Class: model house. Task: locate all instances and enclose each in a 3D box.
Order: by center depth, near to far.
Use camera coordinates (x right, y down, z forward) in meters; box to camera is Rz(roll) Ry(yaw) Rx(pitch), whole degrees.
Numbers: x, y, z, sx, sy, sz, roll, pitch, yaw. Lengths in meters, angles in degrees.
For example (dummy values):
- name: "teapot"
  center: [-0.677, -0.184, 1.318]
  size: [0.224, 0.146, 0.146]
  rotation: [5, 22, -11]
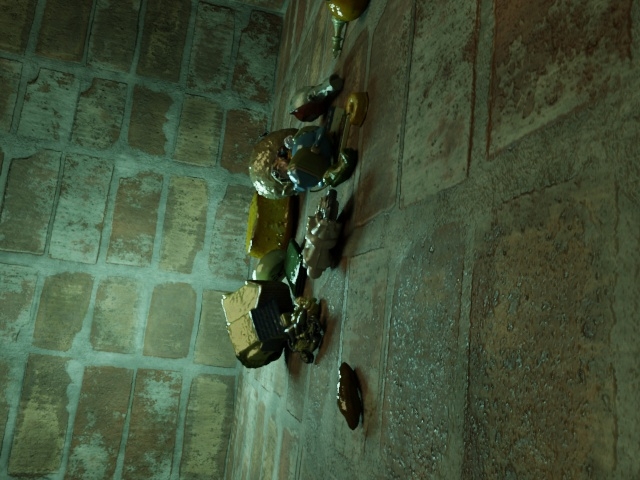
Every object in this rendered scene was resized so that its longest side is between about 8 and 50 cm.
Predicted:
- name: "model house"
  center: [-0.204, 0.306, 2.132]
  size: [0.266, 0.261, 0.321]
  rotation: [-40, 58, 34]

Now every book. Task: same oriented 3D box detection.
- name: "book"
  center: [0.044, -0.347, 1.861]
  size: [0.322, 0.018, 0.228]
  rotation: [-124, 45, -71]

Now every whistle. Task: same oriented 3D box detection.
- name: "whistle"
  center: [-0.017, -0.532, 2.012]
  size: [0.346, 0.142, 0.134]
  rotation: [170, 99, -64]

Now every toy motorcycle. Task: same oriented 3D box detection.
- name: "toy motorcycle"
  center: [0.000, 0.000, 1.628]
  size: [0.341, 0.107, 0.223]
  rotation: [107, 174, -59]
- name: "toy motorcycle"
  center: [-0.057, 0.298, 1.686]
  size: [0.061, 0.124, 0.193]
  rotation: [-33, -36, -47]

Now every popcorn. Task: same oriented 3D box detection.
- name: "popcorn"
  center: [-0.049, 0.239, 1.752]
  size: [0.097, 0.089, 0.109]
  rotation: [109, 166, -82]

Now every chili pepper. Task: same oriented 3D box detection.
- name: "chili pepper"
  center: [0.050, -0.209, 1.637]
  size: [0.204, 0.073, 0.072]
  rotation: [-46, 18, 49]

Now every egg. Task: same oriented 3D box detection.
- name: "egg"
  center: [-0.152, -0.303, 2.151]
  size: [0.310, 0.279, 0.279]
  rotation: [-46, 32, 34]

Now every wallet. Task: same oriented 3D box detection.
- name: "wallet"
  center: [-0.098, 0.102, 2.101]
  size: [0.236, 0.055, 0.160]
  rotation: [-125, 40, -65]

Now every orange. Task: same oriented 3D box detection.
- name: "orange"
  center: [0.086, -0.785, 1.718]
  size: [0.156, 0.134, 0.157]
  rotation: [177, 90, -66]

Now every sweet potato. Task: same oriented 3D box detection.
- name: "sweet potato"
  center: [0.064, 0.354, 1.266]
  size: [0.182, 0.054, 0.053]
  rotation: [-95, 28, -52]

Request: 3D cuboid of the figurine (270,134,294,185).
- name: "figurine"
  center: [-0.085, -0.309, 1.958]
  size: [0.240, 0.174, 0.116]
  rotation: [-43, 24, 17]

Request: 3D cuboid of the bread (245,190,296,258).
- name: "bread"
  center: [-0.232, -0.082, 2.470]
  size: [0.337, 0.204, 0.358]
  rotation: [-121, 43, -63]

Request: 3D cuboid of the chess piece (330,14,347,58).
- name: "chess piece"
  center: [0.064, -0.746, 1.967]
  size: [0.059, 0.059, 0.149]
  rotation: [-114, 28, -67]

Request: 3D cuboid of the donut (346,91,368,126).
- name: "donut"
  center: [0.107, -0.391, 1.577]
  size: [0.108, 0.043, 0.097]
  rotation: [-109, 30, -55]

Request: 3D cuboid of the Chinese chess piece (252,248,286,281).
- name: "Chinese chess piece"
  center: [-0.201, 0.126, 2.277]
  size: [0.188, 0.083, 0.188]
  rotation: [-44, -21, -23]

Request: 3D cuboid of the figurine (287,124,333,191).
- name: "figurine"
  center: [-0.038, -0.266, 1.786]
  size: [0.180, 0.153, 0.262]
  rotation: [67, -143, -65]
